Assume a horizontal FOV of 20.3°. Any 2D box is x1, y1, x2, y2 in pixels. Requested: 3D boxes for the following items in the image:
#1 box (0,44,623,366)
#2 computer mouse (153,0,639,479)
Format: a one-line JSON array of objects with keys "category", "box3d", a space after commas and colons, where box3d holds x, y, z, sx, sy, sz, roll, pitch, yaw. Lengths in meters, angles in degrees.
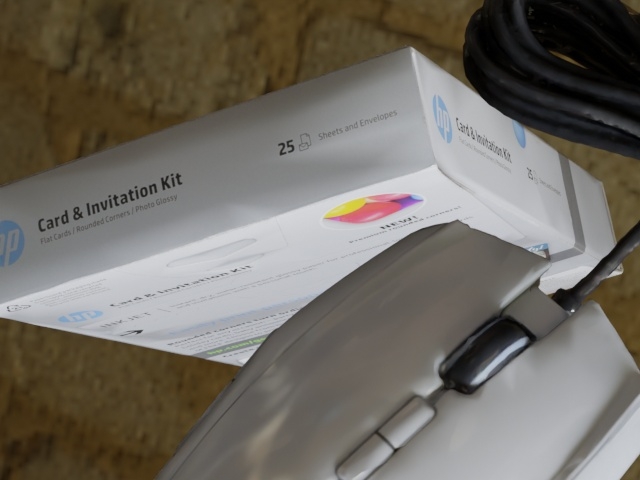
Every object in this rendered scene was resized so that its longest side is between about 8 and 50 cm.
[{"category": "box", "box3d": [0.000, 0.000, 0.559, 0.145, 0.038, 0.186, -17, 165, 22]}, {"category": "computer mouse", "box3d": [0.024, 0.034, 0.335, 0.106, 0.193, 0.042, 40, 171, 17]}]
